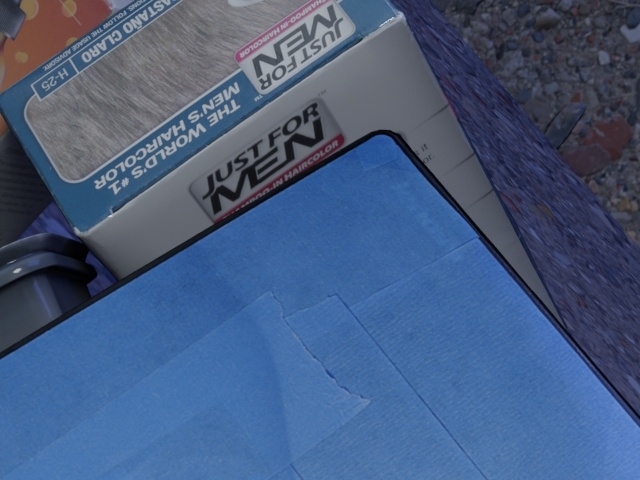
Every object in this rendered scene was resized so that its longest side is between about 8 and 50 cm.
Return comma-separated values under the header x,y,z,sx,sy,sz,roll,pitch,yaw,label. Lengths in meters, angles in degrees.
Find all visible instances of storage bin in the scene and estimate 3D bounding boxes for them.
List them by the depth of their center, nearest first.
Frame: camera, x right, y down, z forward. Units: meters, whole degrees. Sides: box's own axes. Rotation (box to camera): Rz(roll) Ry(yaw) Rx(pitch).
x,y,z,sx,sy,sz,roll,pitch,yaw,label
-0.130,0.061,0.846,0.091,0.098,0.135,63,0,6,storage bin

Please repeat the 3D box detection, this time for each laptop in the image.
x,y,z,sx,sy,sz,roll,pitch,yaw,label
-0.035,0.141,0.604,0.382,0.236,0.408,51,16,24,laptop

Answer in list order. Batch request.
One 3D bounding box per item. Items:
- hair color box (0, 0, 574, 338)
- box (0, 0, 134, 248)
x,y,z,sx,sy,sz,roll,pitch,yaw,label
0.000,0.000,1.000,0.105,0.174,0.347,55,0,35,hair color box
-0.172,-0.091,0.984,0.130,0.170,0.091,49,16,19,box
